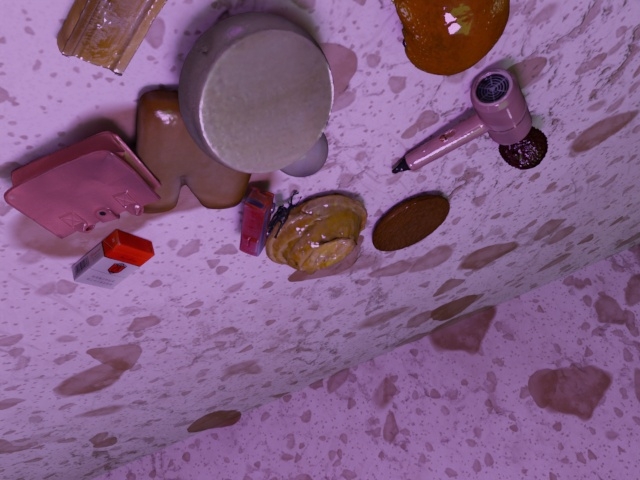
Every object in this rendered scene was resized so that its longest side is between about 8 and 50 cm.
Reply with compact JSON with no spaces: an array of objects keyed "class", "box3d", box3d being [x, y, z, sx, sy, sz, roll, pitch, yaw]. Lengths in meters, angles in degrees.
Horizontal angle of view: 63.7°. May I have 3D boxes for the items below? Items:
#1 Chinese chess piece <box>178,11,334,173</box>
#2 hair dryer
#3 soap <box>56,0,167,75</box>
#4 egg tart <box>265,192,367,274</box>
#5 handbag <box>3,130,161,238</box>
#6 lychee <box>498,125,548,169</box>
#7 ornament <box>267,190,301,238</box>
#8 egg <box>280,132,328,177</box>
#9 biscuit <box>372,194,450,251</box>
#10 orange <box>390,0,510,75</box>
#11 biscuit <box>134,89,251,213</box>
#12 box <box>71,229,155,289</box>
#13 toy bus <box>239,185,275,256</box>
[{"class":"Chinese chess piece","box3d":[-0.100,-0.230,0.825,0.250,0.101,0.251,-18,131,-21]},{"class":"hair dryer","box3d":[0.314,-0.246,1.212,0.344,0.107,0.189,-30,152,21]},{"class":"soap","box3d":[-0.248,-0.332,0.674,0.092,0.037,0.252,10,136,-48]},{"class":"egg tart","box3d":[0.000,0.000,1.351,0.290,0.116,0.290,-19,153,-10]},{"class":"handbag","box3d":[-0.403,-0.086,0.885,0.212,0.059,0.157,-20,141,9]},{"class":"lychee","box3d":[0.536,-0.246,1.356,0.123,0.123,0.129,-44,174,31]},{"class":"ornament","box3d":[-0.081,-0.069,1.195,0.125,0.028,0.073,-57,168,-23]},{"class":"egg","box3d":[-0.042,-0.181,1.008,0.114,0.114,0.152,-31,170,11]},{"class":"biscuit","box3d":[0.269,-0.054,1.549,0.261,0.037,0.262,-19,151,-11]},{"class":"orange","box3d":[0.223,-0.376,0.845,0.179,0.158,0.237,-41,150,-5]},{"class":"biscuit","box3d":[-0.228,-0.154,0.965,0.236,0.062,0.291,-6,145,-30]},{"class":"box","box3d":[-0.457,0.045,1.137,0.152,0.048,0.100,-37,152,16]},{"class":"toy bus","box3d":[-0.149,-0.040,1.183,0.064,0.077,0.192,21,142,3]}]
